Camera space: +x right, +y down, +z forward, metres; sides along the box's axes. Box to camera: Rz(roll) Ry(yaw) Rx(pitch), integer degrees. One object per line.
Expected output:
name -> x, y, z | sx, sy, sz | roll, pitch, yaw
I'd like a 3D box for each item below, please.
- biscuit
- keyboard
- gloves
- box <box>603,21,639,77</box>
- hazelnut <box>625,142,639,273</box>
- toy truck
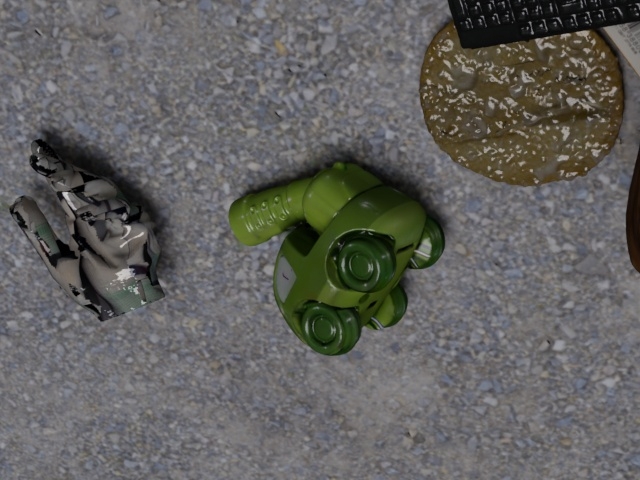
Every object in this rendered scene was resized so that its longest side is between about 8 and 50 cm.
biscuit -> 0.202, -0.145, 1.901 | 0.220, 0.033, 0.220 | 9, 126, 12
keyboard -> 0.262, -0.236, 1.718 | 0.310, 0.018, 0.101 | -7, 121, 24
gloves -> -0.255, -0.018, 2.086 | 0.127, 0.111, 0.212 | -20, 93, 49
box -> 0.309, -0.311, 1.720 | 0.221, 0.091, 0.274 | -27, 112, 30
hazelnut -> 0.450, -0.053, 1.714 | 0.372, 0.372, 0.315 | -43, 64, 34
toy truck -> 0.018, 0.000, 1.997 | 0.187, 0.148, 0.210 | -40, 79, 36
